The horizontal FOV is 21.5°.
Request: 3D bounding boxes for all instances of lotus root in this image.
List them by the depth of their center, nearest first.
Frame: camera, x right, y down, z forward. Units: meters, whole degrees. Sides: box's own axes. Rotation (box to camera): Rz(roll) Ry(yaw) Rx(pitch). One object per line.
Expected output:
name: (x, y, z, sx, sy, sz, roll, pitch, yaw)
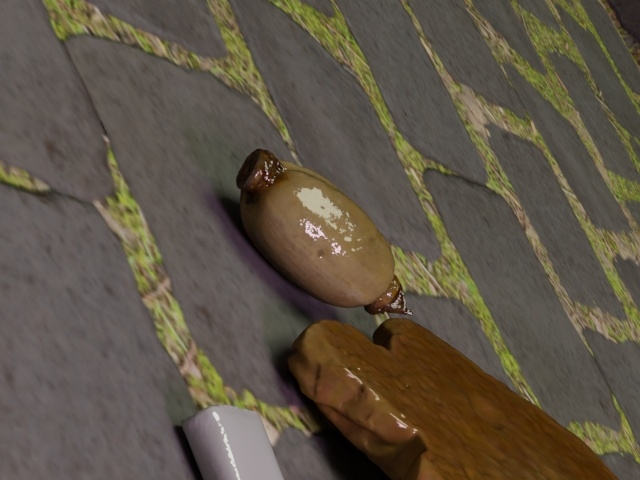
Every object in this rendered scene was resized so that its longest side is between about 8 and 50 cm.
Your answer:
lotus root: (0.000, 0.000, 1.013, 0.150, 0.062, 0.073, 43, -1, -32)

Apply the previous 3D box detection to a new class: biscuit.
biscuit: (0.126, 0.166, 0.999, 0.376, 0.051, 0.269, 36, 14, -18)

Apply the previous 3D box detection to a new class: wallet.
wallet: (-0.025, 0.136, 0.800, 0.061, 0.025, 0.122, 15, 45, -60)
